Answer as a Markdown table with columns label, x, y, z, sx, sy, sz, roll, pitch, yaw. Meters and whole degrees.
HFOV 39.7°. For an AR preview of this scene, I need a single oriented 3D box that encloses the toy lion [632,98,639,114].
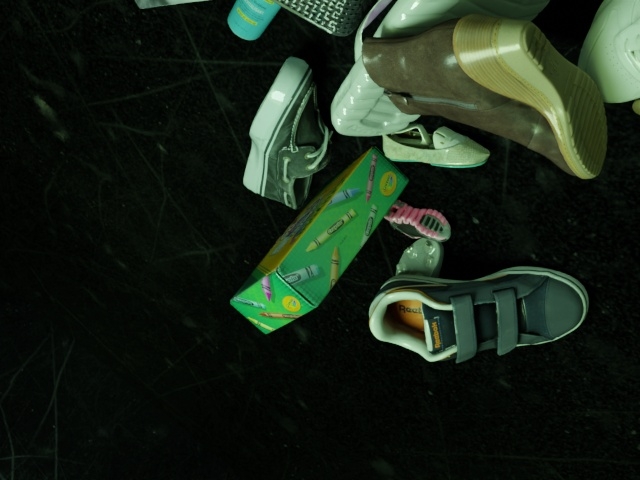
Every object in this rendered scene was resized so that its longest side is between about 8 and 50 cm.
| label | x | y | z | sx | sy | sz | roll | pitch | yaw |
| --- | --- | --- | --- | --- | --- | --- | --- | --- | --- |
| toy lion | 0.405 | -0.143 | 0.983 | 0.096 | 0.034 | 0.100 | 39 | 148 | -14 |

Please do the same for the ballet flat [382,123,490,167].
| label | x | y | z | sx | sy | sz | roll | pitch | yaw |
| --- | --- | --- | --- | --- | --- | --- | --- | --- | --- |
| ballet flat | 0.152 | -0.133 | 1.220 | 0.168 | 0.057 | 0.052 | 7 | 126 | 39 |

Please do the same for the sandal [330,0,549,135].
| label | x | y | z | sx | sy | sz | roll | pitch | yaw |
| --- | --- | --- | --- | --- | --- | --- | --- | --- | --- |
| sandal | 0.118 | -0.254 | 1.051 | 0.416 | 0.170 | 0.102 | -40 | 59 | 53 |

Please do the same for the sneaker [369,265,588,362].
| label | x | y | z | sx | sy | sz | roll | pitch | yaw |
| --- | --- | --- | --- | --- | --- | --- | --- | --- | --- |
| sneaker | 0.226 | 0.116 | 1.307 | 0.321 | 0.127 | 0.126 | -4 | 108 | 23 |

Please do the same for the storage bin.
| label | x | y | z | sx | sy | sz | roll | pitch | yaw |
| --- | --- | --- | --- | --- | --- | --- | --- | --- | --- |
| storage bin | -0.014 | -0.335 | 1.047 | 0.180 | 0.122 | 0.084 | 30 | 134 | 5 |

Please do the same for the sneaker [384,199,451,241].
| label | x | y | z | sx | sy | sz | roll | pitch | yaw |
| --- | --- | --- | --- | --- | --- | --- | --- | --- | --- |
| sneaker | 0.152 | -0.022 | 1.369 | 0.119 | 0.047 | 0.057 | 25 | 152 | 33 |

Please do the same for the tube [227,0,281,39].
| label | x | y | z | sx | sy | sz | roll | pitch | yaw |
| --- | --- | --- | --- | --- | --- | --- | --- | --- | --- |
| tube | -0.061 | -0.351 | 1.174 | 0.080 | 0.052 | 0.207 | 35 | 140 | -8 |

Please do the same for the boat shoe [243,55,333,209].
| label | x | y | z | sx | sy | sz | roll | pitch | yaw |
| --- | --- | --- | --- | --- | --- | --- | --- | --- | --- |
| boat shoe | -0.035 | -0.155 | 1.340 | 0.119 | 0.121 | 0.335 | 28 | 157 | 3 |

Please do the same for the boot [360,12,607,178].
| label | x | y | z | sx | sy | sz | roll | pitch | yaw |
| --- | --- | --- | --- | --- | --- | --- | --- | --- | --- |
| boot | 0.184 | -0.154 | 0.975 | 0.207 | 0.090 | 0.248 | 4 | 151 | 44 |

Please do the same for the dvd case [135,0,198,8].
| label | x | y | z | sx | sy | sz | roll | pitch | yaw |
| --- | --- | --- | --- | --- | --- | --- | --- | --- | --- |
| dvd case | -0.228 | -0.418 | 1.276 | 0.221 | 0.018 | 0.164 | 6 | 135 | 40 |

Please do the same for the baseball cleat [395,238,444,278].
| label | x | y | z | sx | sy | sz | roll | pitch | yaw |
| --- | --- | --- | --- | --- | --- | --- | --- | --- | --- |
| baseball cleat | 0.164 | 0.075 | 1.452 | 0.072 | 0.110 | 0.205 | 49 | 128 | 34 |

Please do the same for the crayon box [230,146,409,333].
| label | x | y | z | sx | sy | sz | roll | pitch | yaw |
| --- | --- | --- | --- | --- | --- | --- | --- | --- | --- |
| crayon box | 0.000 | 0.000 | 1.320 | 0.081 | 0.278 | 0.165 | 43 | 147 | -8 |

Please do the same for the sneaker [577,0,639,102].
| label | x | y | z | sx | sy | sz | roll | pitch | yaw |
| --- | --- | --- | --- | --- | --- | --- | --- | --- | --- |
| sneaker | 0.346 | -0.208 | 0.849 | 0.114 | 0.152 | 0.305 | 41 | 149 | -7 |
